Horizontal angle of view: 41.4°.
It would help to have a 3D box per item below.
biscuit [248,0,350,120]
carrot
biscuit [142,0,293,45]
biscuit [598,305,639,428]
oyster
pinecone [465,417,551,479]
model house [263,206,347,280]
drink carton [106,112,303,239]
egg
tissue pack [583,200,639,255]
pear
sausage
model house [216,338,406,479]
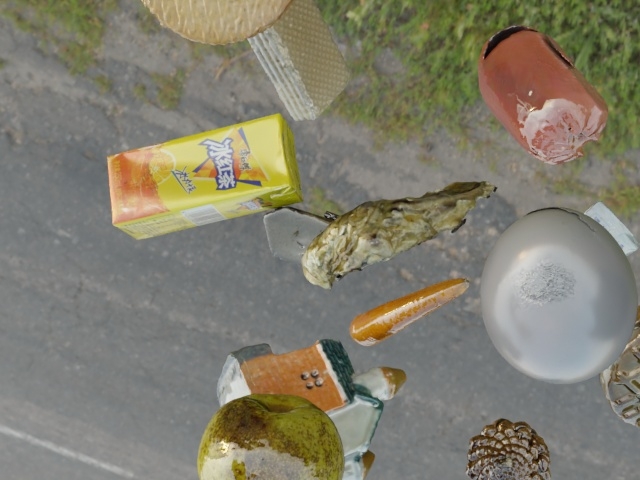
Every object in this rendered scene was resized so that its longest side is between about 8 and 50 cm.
[{"bbox_3d":[-0.088,-0.412,1.465,0.078,0.144,0.426,3,134,44],"label":"biscuit"},{"bbox_3d":[0.131,0.120,1.382,0.066,0.062,0.271,26,144,-23],"label":"carrot"},{"bbox_3d":[-0.142,-0.392,1.155,0.254,0.035,0.254,1,113,2],"label":"biscuit"},{"bbox_3d":[0.678,0.225,1.589,0.332,0.103,0.332,-6,127,-8],"label":"biscuit"},{"bbox_3d":[0.109,-0.029,1.222,0.094,0.294,0.166,61,170,-4],"label":"oyster"},{"bbox_3d":[0.357,0.414,1.591,0.174,0.173,0.173,15,145,11],"label":"pinecone"},{"bbox_3d":[-0.002,-0.011,1.668,0.203,0.164,0.141,26,112,12],"label":"model house"},{"bbox_3d":[-0.219,-0.120,1.619,0.351,0.154,0.111,-13,163,11],"label":"drink carton"},{"bbox_3d":[0.227,0.054,0.814,0.146,0.146,0.198,7,136,22],"label":"egg"},{"bbox_3d":[0.476,0.030,1.556,0.122,0.026,0.193,44,108,-11],"label":"tissue pack"},{"bbox_3d":[-0.067,0.305,1.140,0.197,0.197,0.197,15,145,11],"label":"pear"},{"bbox_3d":[0.355,-0.242,1.385,0.152,0.279,0.152,-14,139,-12],"label":"sausage"},{"bbox_3d":[0.007,0.295,1.445,0.301,0.271,0.190,-16,153,-21],"label":"model house"}]
